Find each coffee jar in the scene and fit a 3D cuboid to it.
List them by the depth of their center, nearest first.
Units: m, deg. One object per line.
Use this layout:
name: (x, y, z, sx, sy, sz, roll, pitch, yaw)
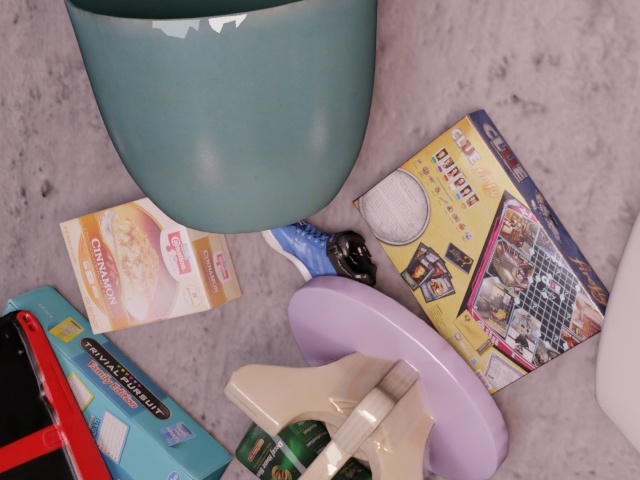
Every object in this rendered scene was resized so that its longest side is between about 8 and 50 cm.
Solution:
coffee jar: (-0.002, 0.265, 1.307, 0.184, 0.079, 0.096, 41, 120, 16)

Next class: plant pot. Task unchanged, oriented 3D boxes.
plant pot: (-0.082, -0.148, 1.136, 0.293, 0.293, 0.235, 12, 123, 29)

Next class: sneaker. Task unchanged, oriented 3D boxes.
sneaker: (0.001, 0.000, 1.246, 0.085, 0.058, 0.152, -38, 86, 39)

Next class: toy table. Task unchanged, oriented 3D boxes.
toy table: (0.041, 0.180, 1.179, 0.274, 0.161, 0.252, 34, 139, 17)

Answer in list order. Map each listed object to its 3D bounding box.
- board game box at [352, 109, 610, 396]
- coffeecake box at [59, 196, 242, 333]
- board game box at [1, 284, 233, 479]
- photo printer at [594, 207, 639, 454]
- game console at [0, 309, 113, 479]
board game box: (0.162, 0.016, 1.163, 0.165, 0.042, 0.243, -37, 83, 33)
coffeecake box: (-0.200, 0.022, 1.371, 0.186, 0.068, 0.142, -14, 94, 33)
board game box: (-0.300, 0.261, 1.487, 0.336, 0.079, 0.253, 41, 121, 17)
photo printer: (0.328, 0.074, 0.942, 0.107, 0.307, 0.256, 10, 107, -12)
game console: (-0.425, 0.301, 1.504, 0.387, 0.060, 0.341, -26, 84, 34)
